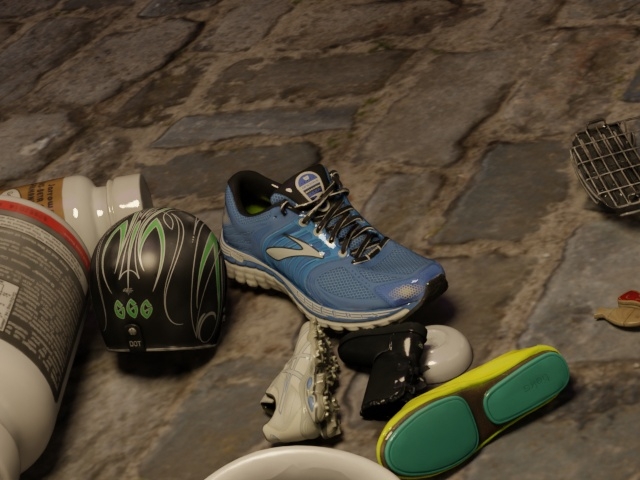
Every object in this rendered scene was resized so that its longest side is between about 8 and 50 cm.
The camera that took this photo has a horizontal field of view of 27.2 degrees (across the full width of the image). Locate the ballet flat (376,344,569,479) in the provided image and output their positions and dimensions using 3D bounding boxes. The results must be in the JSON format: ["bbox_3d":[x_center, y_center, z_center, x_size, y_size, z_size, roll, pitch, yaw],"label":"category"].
[{"bbox_3d":[0.142,0.167,1.309,0.231,0.077,0.077,-25,14,-22],"label":"ballet flat"}]

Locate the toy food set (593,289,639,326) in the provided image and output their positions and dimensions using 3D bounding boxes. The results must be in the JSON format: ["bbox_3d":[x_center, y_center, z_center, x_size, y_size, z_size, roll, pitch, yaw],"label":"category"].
[{"bbox_3d":[0.361,0.079,1.404,0.078,0.019,0.122,-36,32,-31],"label":"toy food set"}]

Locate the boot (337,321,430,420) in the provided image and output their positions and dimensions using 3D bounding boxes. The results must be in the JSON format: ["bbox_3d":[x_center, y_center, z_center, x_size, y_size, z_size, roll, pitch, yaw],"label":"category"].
[{"bbox_3d":[0.060,0.141,1.384,0.121,0.045,0.099,-16,46,36],"label":"boot"}]

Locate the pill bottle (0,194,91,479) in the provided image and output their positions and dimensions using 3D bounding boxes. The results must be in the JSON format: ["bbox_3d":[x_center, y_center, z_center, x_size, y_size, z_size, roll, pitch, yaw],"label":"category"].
[{"bbox_3d":[-0.370,0.128,1.396,0.210,0.210,0.363,-8,33,7],"label":"pill bottle"}]

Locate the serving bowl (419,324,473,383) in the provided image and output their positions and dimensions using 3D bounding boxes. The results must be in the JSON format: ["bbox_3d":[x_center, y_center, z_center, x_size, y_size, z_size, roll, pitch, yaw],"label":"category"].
[{"bbox_3d":[0.120,0.116,1.418,0.083,0.027,0.083,-8,35,6],"label":"serving bowl"}]

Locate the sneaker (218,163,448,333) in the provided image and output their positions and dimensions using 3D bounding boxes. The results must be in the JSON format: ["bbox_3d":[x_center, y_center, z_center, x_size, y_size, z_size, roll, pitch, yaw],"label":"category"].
[{"bbox_3d":[0.000,0.000,1.509,0.330,0.147,0.130,19,35,37],"label":"sneaker"}]

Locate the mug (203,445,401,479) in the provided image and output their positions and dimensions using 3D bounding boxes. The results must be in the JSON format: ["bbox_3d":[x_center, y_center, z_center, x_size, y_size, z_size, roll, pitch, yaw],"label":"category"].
[{"bbox_3d":[-0.062,0.292,1.002,0.328,0.276,0.374,5,36,30],"label":"mug"}]

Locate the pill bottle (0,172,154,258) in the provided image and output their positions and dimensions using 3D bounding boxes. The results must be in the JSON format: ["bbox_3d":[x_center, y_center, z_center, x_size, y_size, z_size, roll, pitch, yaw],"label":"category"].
[{"bbox_3d":[-0.326,-0.012,1.660,0.229,0.131,0.131,-12,34,1],"label":"pill bottle"}]

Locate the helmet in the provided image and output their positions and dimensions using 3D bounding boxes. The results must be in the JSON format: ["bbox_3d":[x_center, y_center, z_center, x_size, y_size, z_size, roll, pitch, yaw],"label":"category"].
[{"bbox_3d":[-0.183,0.043,1.495,0.169,0.161,0.169,-2,-1,0],"label":"helmet"}]

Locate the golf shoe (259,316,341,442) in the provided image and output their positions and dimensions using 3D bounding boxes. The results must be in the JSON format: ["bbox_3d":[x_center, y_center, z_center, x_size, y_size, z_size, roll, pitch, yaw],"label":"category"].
[{"bbox_3d":[-0.026,0.146,1.394,0.086,0.069,0.176,-19,27,12],"label":"golf shoe"}]

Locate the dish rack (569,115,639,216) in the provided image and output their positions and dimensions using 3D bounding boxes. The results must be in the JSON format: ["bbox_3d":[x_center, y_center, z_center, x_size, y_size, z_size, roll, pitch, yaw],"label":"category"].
[{"bbox_3d":[0.444,-0.095,1.588,0.271,0.074,0.208,-14,32,2],"label":"dish rack"}]
